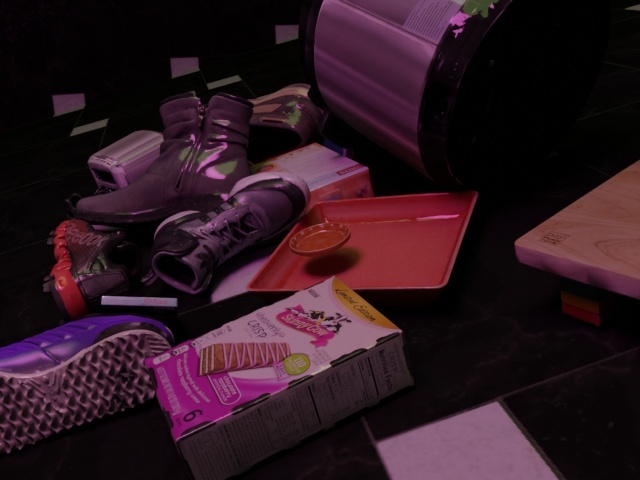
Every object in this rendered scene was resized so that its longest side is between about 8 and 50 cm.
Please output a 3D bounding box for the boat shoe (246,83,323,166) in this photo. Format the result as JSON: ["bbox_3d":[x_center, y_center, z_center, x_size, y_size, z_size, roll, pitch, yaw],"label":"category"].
[{"bbox_3d":[-0.146,-0.210,1.341,0.356,0.132,0.130,-17,34,40],"label":"boat shoe"}]

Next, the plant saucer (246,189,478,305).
[{"bbox_3d":[0.068,0.014,0.889,0.259,0.047,0.259,-3,28,24],"label":"plant saucer"}]

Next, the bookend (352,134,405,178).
[{"bbox_3d":[0.152,-0.179,1.213,0.156,0.072,0.157,-6,27,17],"label":"bookend"}]

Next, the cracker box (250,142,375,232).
[{"bbox_3d":[-0.027,-0.096,1.146,0.156,0.067,0.232,-22,25,-15],"label":"cracker box"}]

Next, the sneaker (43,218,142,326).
[{"bbox_3d":[-0.345,0.031,1.020,0.135,0.097,0.276,-21,28,-12],"label":"sneaker"}]

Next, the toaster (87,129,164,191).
[{"bbox_3d":[-0.379,-0.146,1.374,0.146,0.129,0.227,-35,31,-29],"label":"toaster"}]

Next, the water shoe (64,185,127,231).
[{"bbox_3d":[-0.402,-0.063,1.265,0.203,0.080,0.073,-8,26,14],"label":"water shoe"}]

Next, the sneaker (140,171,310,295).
[{"bbox_3d":[-0.139,-0.002,0.960,0.269,0.101,0.153,-22,26,18],"label":"sneaker"}]

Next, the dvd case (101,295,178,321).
[{"bbox_3d":[-0.222,0.087,0.825,0.087,0.013,0.119,3,-15,-10],"label":"dvd case"}]

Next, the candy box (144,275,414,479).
[{"bbox_3d":[-0.046,0.134,0.673,0.234,0.071,0.159,-22,25,-17],"label":"candy box"}]

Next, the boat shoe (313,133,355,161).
[{"bbox_3d":[0.040,-0.182,1.279,0.066,0.066,0.183,6,16,-17],"label":"boat shoe"}]

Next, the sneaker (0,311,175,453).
[{"bbox_3d":[-0.309,0.151,0.765,0.294,0.102,0.146,-12,18,-6],"label":"sneaker"}]

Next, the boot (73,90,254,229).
[{"bbox_3d":[-0.271,-0.137,1.162,0.339,0.222,0.118,-4,-4,9],"label":"boot"}]

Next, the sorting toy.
[{"bbox_3d":[0.383,0.015,0.663,0.256,0.089,0.257,-28,28,-27],"label":"sorting toy"}]

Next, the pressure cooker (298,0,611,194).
[{"bbox_3d":[0.175,-0.317,1.031,0.370,0.375,0.420,-31,48,-23],"label":"pressure cooker"}]

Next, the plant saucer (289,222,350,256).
[{"bbox_3d":[0.000,0.000,0.884,0.084,0.013,0.083,-11,25,5],"label":"plant saucer"}]
